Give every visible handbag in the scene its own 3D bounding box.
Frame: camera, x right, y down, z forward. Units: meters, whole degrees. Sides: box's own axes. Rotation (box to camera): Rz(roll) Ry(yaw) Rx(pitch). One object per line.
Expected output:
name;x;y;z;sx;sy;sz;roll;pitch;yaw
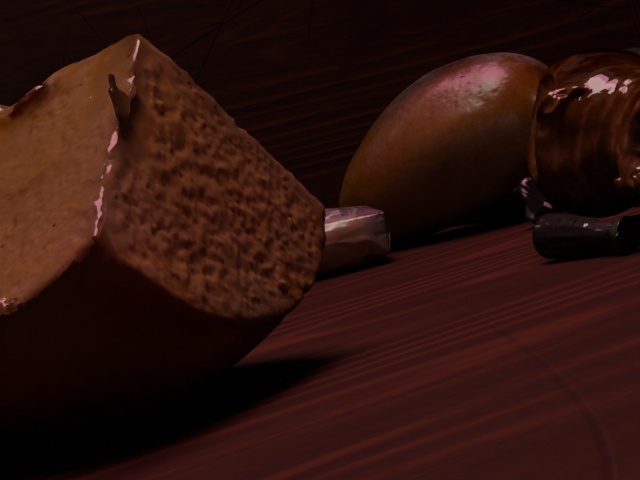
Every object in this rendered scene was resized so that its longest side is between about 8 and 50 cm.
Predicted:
handbag;0.000;0.000;1.614;0.173;0.095;0.117;-12;0;0

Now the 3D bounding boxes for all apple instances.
apple;-0.188;0.013;0.895;0.309;0.252;0.314;-26;-5;30

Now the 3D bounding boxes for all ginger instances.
ginger;0.326;-0.103;1.171;0.274;0.152;0.357;-10;12;-25

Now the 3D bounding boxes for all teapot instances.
teapot;0.233;-0.004;1.109;0.043;0.042;0.111;-16;8;-27

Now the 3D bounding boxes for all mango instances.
mango;0.166;-0.118;1.743;0.384;0.199;0.221;-37;16;33

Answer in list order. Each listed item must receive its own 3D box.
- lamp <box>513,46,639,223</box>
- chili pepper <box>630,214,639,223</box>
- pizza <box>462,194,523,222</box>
lamp;0.349;-0.136;1.598;0.314;0.181;0.182;-18;4;-26
chili pepper;0.296;-0.014;1.181;0.030;0.017;0.083;10;20;42
pizza;0.269;-0.083;1.893;0.161;0.085;0.305;-40;12;-24
